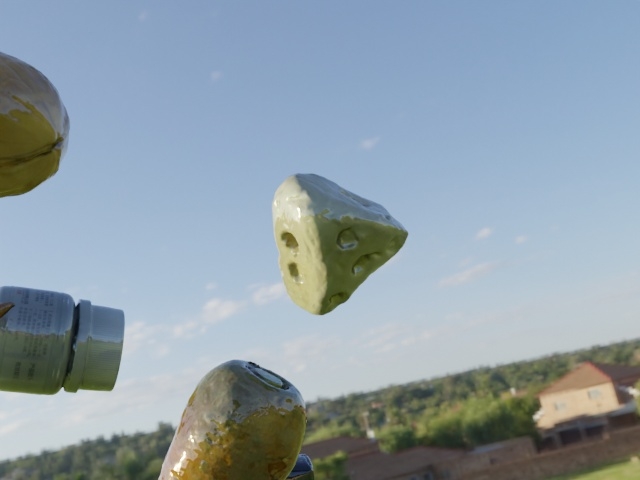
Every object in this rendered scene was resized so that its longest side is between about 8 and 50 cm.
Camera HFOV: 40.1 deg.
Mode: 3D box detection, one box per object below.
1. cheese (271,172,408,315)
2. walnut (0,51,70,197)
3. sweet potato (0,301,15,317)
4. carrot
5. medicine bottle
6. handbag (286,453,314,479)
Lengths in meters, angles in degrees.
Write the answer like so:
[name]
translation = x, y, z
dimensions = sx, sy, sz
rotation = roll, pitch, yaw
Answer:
[cheese]
translation = 0.001, 0.001, 1.616
dimensions = 0.251, 0.173, 0.248
rotation = -49, -49, 3
[walnut]
translation = -0.372, -0.133, 0.959
dimensions = 0.206, 0.159, 0.159
rotation = 20, 0, 22
[sweet potato]
translation = -0.730, 0.183, 1.863
dimensions = 0.179, 0.044, 0.044
rotation = -36, 2, -34
[carrot]
translation = -0.166, 0.391, 1.561
dimensions = 0.224, 0.341, 0.224
rotation = 27, 3, -2
[medicine bottle]
translation = -0.632, 0.243, 2.067
dimensions = 0.306, 0.245, 0.245
rotation = 10, -20, -19
[handbag]
translation = -0.156, 0.654, 2.046
dimensions = 0.301, 0.275, 0.178
rotation = -3, 5, -14
